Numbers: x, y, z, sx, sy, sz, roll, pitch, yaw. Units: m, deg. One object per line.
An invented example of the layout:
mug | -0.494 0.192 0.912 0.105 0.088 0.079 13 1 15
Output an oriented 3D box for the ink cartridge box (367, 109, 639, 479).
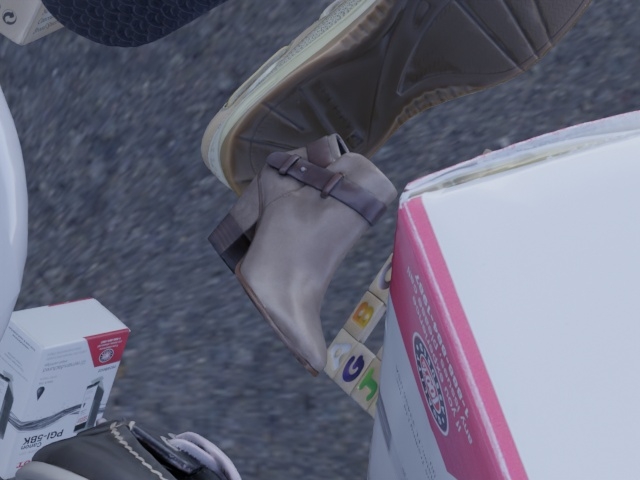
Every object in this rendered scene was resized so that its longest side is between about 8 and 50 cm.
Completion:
ink cartridge box | 0.102 0.113 0.647 0.117 0.283 0.207 -17 67 -8

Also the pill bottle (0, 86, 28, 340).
pill bottle | -0.279 -0.018 0.841 0.224 0.392 0.224 -1 93 -22

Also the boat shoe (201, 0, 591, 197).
boat shoe | 0.051 -0.131 1.273 0.302 0.098 0.109 -37 114 -8

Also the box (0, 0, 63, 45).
box | -0.211 -0.337 1.648 0.121 0.148 0.311 35 118 7

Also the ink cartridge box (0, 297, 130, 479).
ink cartridge box | -0.227 0.124 1.613 0.099 0.056 0.135 -11 129 -47

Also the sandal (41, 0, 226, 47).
sandal | -0.029 -0.161 0.886 0.097 0.254 0.054 43 45 -42

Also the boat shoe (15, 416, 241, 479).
boat shoe | -0.079 0.128 0.930 0.095 0.335 0.112 -41 89 -17

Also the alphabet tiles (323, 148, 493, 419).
alphabet tiles | 0.097 0.037 1.581 0.009 0.198 0.237 32 92 -25

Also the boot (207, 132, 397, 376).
boot | 0.000 0.000 0.917 0.087 0.042 0.118 -37 52 -1
